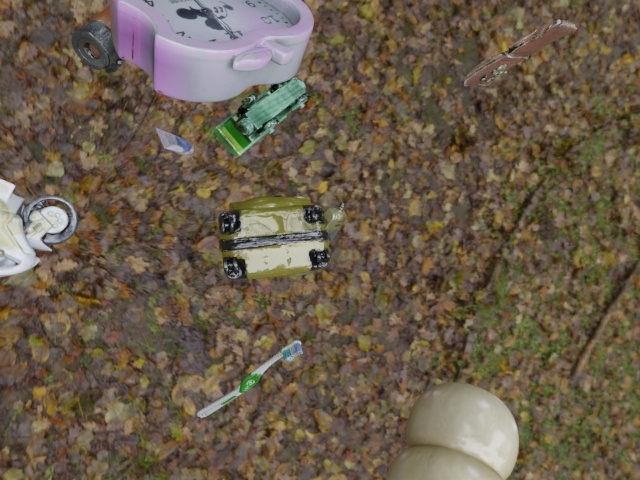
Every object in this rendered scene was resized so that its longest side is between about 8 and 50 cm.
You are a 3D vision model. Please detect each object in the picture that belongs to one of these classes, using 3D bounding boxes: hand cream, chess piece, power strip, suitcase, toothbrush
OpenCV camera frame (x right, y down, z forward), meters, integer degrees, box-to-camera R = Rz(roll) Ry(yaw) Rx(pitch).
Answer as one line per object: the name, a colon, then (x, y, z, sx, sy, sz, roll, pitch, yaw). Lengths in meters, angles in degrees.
hand cream: (-0.466, -0.313, 1.665, 0.084, 0.053, 0.142, 62, 18, 21)
chess piece: (0.127, 0.286, 0.528, 0.167, 0.167, 0.299, 45, 51, -21)
power strip: (0.000, 0.000, 2.005, 0.092, 0.387, 0.066, -11, 52, -46)
suitcase: (-0.086, -0.007, 0.936, 0.194, 0.235, 0.143, -7, 89, -6)
toothbrush: (-0.145, 0.280, 1.020, 0.304, 0.030, 0.030, -38, 114, 24)

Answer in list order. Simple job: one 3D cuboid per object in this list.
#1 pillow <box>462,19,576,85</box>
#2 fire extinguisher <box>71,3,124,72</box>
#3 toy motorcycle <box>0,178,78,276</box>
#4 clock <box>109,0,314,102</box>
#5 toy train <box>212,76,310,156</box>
pillow: (0.420, -0.398, 1.099, 0.126, 0.233, 0.043, -25, 91, -45)
fire extinguisher: (-0.537, -0.609, 1.463, 0.113, 0.200, 0.376, 25, 56, 1)
toy motorcycle: (-0.413, -0.016, 0.597, 0.229, 0.074, 0.151, 22, 81, -36)
clock: (-0.181, -0.362, 0.871, 0.339, 0.102, 0.338, 11, 47, -12)
toy train: (-0.167, -0.380, 1.526, 0.120, 0.202, 0.301, 51, 52, -13)
